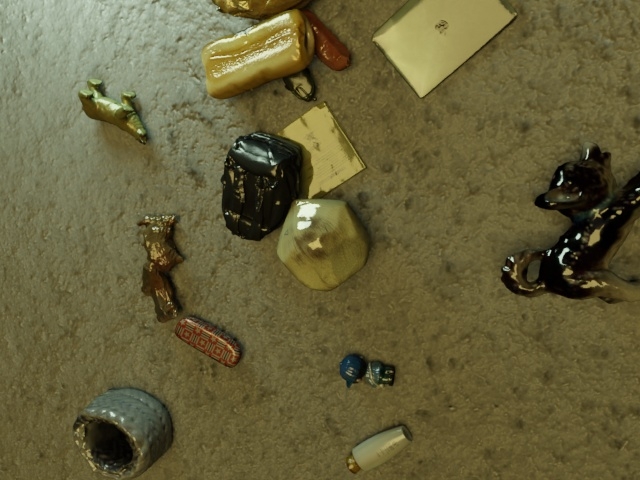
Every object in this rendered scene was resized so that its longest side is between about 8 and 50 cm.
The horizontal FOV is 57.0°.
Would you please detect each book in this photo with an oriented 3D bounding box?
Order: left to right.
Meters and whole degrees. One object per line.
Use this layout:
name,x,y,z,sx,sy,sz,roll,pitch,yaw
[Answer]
book,-0.008,-0.212,1.427,0.168,0.013,0.192,-32,91,19

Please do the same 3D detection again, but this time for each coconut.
coconut,0.000,0.000,1.371,0.224,0.224,0.224,3,101,15

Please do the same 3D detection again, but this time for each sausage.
sausage,0.008,-0.450,1.354,0.065,0.065,0.169,-44,86,19

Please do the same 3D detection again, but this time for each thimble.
thimble,-0.552,0.538,1.649,0.245,0.157,0.217,39,107,7

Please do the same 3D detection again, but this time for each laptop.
laptop,0.268,-0.470,1.299,0.269,0.015,0.187,-39,88,19

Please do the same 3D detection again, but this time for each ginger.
ginger,-0.424,0.074,1.575,0.122,0.084,0.290,-1,97,-6

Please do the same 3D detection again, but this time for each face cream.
face cream,0.147,0.533,1.503,0.182,0.051,0.072,-37,90,18

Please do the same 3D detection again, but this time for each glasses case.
glasses case,-0.296,0.266,1.580,0.194,0.049,0.073,29,105,9

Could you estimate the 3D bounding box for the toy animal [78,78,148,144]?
toy animal,-0.530,-0.330,1.523,0.219,0.103,0.101,21,124,9

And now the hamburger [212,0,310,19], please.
hamburger,-0.131,-0.630,1.318,0.283,0.144,0.259,1,103,12

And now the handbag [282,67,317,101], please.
handbag,-0.050,-0.372,1.390,0.072,0.047,0.111,-36,89,15

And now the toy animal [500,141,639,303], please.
toy animal,0.535,-0.030,1.214,0.303,0.194,0.344,3,96,10

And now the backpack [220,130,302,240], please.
backpack,-0.153,-0.121,1.430,0.206,0.133,0.258,23,116,19

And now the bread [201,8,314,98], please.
bread,-0.144,-0.422,1.359,0.305,0.091,0.142,-8,94,32

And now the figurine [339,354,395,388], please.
figurine,0.114,0.327,1.463,0.136,0.079,0.077,1,59,20
